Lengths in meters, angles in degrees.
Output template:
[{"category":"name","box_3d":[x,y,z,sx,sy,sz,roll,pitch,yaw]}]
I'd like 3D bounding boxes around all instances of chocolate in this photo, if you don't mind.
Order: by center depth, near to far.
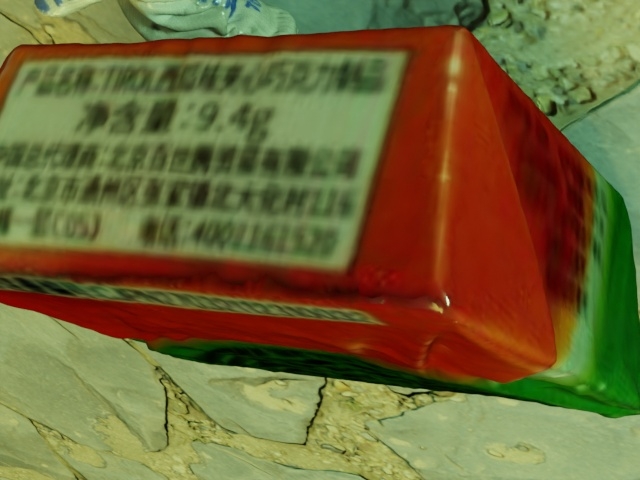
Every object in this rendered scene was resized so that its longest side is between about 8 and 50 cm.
[{"category":"chocolate","box_3d":[0.000,0.000,0.741,0.360,0.161,0.341,3,166,30]}]

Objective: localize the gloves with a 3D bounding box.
[{"category":"gloves","box_3d":[-0.110,-0.165,0.725,0.229,0.097,0.119,24,-168,-31]}]
